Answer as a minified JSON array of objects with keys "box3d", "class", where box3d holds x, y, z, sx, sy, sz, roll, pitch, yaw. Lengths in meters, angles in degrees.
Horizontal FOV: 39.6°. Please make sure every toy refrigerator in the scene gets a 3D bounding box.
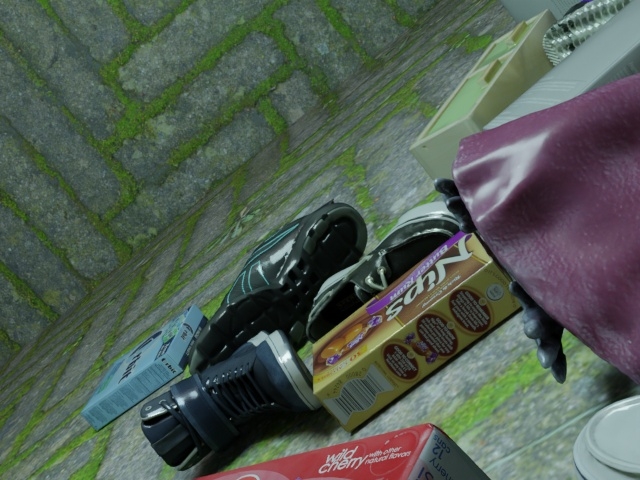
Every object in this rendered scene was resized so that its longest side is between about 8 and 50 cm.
[{"box3d":[0.220,-0.175,1.098,0.102,0.094,0.269,-26,19,49],"class":"toy refrigerator"}]

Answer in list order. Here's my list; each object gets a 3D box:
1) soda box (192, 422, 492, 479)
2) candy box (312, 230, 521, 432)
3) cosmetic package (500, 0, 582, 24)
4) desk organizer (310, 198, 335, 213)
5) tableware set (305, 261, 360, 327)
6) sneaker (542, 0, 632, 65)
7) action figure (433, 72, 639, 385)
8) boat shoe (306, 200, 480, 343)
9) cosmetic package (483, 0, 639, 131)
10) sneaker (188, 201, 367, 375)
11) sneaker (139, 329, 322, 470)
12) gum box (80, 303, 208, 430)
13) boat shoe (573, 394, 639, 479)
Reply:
[{"box3d":[-0.011,0.194,0.564,0.263,0.083,0.092,-28,18,45],"class":"soda box"},{"box3d":[0.079,0.074,0.773,0.187,0.053,0.109,-39,13,10],"class":"candy box"},{"box3d":[0.409,-0.449,1.313,0.230,0.161,0.453,-40,13,4],"class":"cosmetic package"},{"box3d":[0.000,0.000,1.235,0.047,0.050,0.130,-33,15,31],"class":"desk organizer"},{"box3d":[-0.033,0.074,1.111,0.194,0.039,0.128,-36,14,19],"class":"tableware set"},{"box3d":[0.371,-0.271,0.972,0.146,0.102,0.293,-43,13,-14],"class":"sneaker"},{"box3d":[0.268,-0.067,0.534,0.370,0.248,0.276,-38,-14,14],"class":"action figure"},{"box3d":[0.067,0.043,0.872,0.219,0.078,0.070,-40,10,39],"class":"boat shoe"},{"box3d":[0.280,-0.138,0.804,0.238,0.107,0.127,-38,13,0],"class":"cosmetic package"},{"box3d":[-0.055,0.064,1.038,0.267,0.101,0.106,-45,24,-17],"class":"sneaker"},{"box3d":[-0.088,0.159,0.851,0.163,0.086,0.226,-32,1,-13],"class":"sneaker"},{"box3d":[-0.269,0.193,1.375,0.184,0.041,0.157,-35,14,20],"class":"gum box"},{"box3d":[0.197,0.076,0.367,0.095,0.084,0.258,-49,16,-30],"class":"boat shoe"}]
